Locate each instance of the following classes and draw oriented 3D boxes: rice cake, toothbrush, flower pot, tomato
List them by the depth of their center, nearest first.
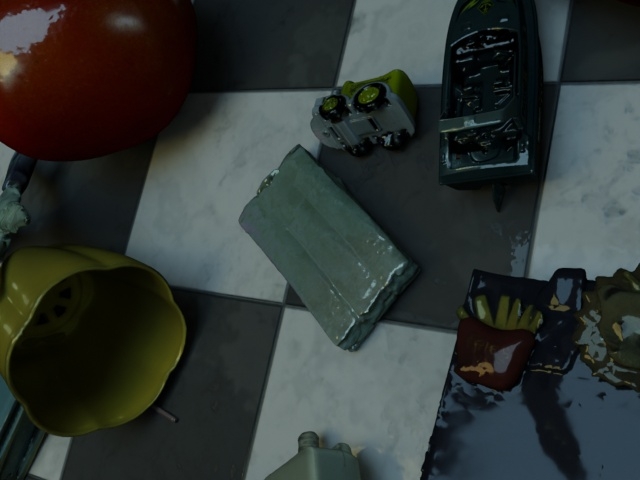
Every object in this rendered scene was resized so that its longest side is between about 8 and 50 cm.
[{"bbox_3d":[0.000,0.000,0.799,0.124,0.038,0.211,-51,56,6],"label":"rice cake"},{"bbox_3d":[-0.273,0.088,0.853,0.179,0.195,0.195,25,87,47],"label":"flower pot"},{"bbox_3d":[-0.195,0.182,0.869,0.097,0.008,0.006,21,99,33],"label":"toothbrush"},{"bbox_3d":[-0.279,-0.217,0.912,0.298,0.226,0.298,-8,29,4],"label":"tomato"}]

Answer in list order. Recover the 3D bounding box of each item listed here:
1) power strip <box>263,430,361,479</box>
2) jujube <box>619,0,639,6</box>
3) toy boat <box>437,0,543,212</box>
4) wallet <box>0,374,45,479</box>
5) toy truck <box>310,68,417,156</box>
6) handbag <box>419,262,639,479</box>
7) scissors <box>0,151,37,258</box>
[{"bbox_3d":[0.000,0.310,0.631,0.098,0.058,0.338,-48,36,41],"label":"power strip"},{"bbox_3d":[0.290,-0.286,0.643,0.290,0.197,0.197,16,82,48],"label":"jujube"},{"bbox_3d":[0.158,-0.159,0.725,0.093,0.103,0.246,-5,68,30],"label":"toy boat"},{"bbox_3d":[-0.436,0.181,0.975,0.250,0.075,0.176,26,93,34],"label":"wallet"},{"bbox_3d":[0.044,-0.138,0.805,0.111,0.076,0.077,-6,53,31],"label":"toy truck"},{"bbox_3d":[0.228,0.174,0.560,0.303,0.122,0.329,6,75,32],"label":"handbag"},{"bbox_3d":[-0.387,-0.025,0.941,0.256,0.029,0.383,-57,28,3],"label":"scissors"}]
